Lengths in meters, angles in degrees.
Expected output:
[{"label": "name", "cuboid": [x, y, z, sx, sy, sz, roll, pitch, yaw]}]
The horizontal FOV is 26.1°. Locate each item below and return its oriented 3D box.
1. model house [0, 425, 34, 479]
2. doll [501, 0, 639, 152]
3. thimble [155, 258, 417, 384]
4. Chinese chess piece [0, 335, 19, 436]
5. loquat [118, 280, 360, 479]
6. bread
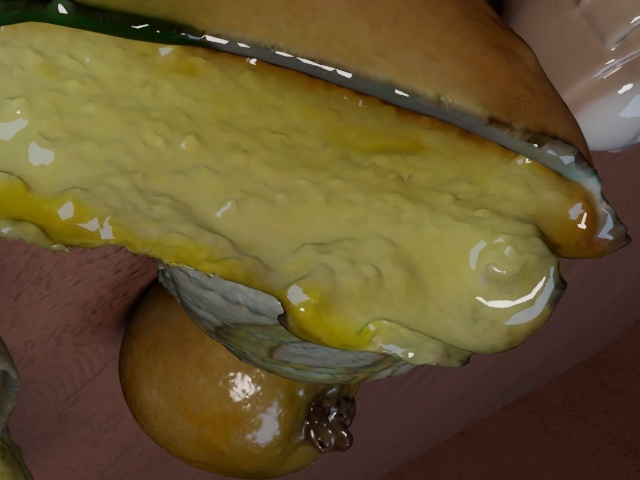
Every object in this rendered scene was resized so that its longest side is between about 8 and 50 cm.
[{"label": "model house", "cuboid": [-0.232, 0.191, 0.750, 0.193, 0.174, 0.234, -31, 162, -15]}, {"label": "doll", "cuboid": [0.132, -0.083, 0.787, 0.154, 0.119, 0.278, -22, 166, -27]}, {"label": "thimble", "cuboid": [0.000, 0.000, 0.722, 0.191, 0.137, 0.143, -8, 162, -6]}, {"label": "Chinese chess piece", "cuboid": [-0.224, 0.110, 0.520, 0.249, 0.103, 0.250, -53, 176, -5]}, {"label": "loquat", "cuboid": [-0.047, 0.078, 0.848, 0.137, 0.163, 0.163, -62, 171, -14]}, {"label": "bread", "cuboid": [-0.016, -0.054, 0.516, 0.252, 0.133, 0.174, 17, 144, -11]}]
